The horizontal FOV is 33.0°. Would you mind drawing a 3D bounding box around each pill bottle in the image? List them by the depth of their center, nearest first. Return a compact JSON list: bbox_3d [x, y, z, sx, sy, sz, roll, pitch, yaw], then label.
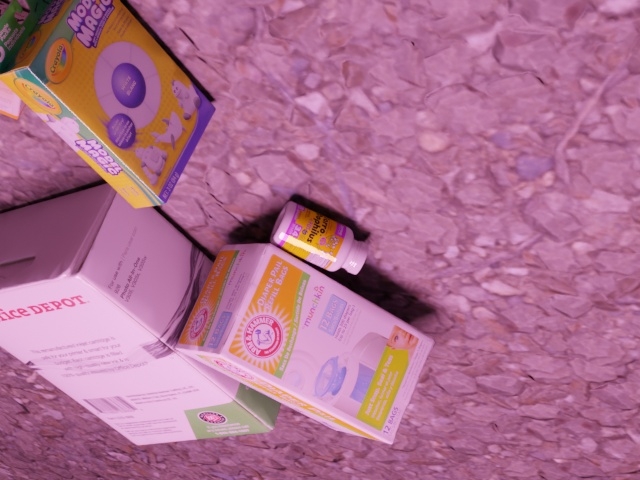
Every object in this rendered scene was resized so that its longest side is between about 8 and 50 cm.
[{"bbox_3d":[0.000,0.000,0.965,0.083,0.043,0.043,24,145,-10],"label":"pill bottle"}]

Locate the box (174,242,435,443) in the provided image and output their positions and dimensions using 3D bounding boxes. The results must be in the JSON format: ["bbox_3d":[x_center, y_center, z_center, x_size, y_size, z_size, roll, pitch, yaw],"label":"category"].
[{"bbox_3d":[-0.015,0.097,1.012,0.203,0.114,0.103,31,164,-25],"label":"box"}]

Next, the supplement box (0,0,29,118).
[{"bbox_3d":[-0.265,-0.150,0.880,0.062,0.036,0.098,23,146,-7],"label":"supplement box"}]

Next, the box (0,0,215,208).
[{"bbox_3d":[-0.163,-0.120,0.815,0.043,0.105,0.179,-6,140,41],"label":"box"}]

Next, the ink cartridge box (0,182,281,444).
[{"bbox_3d":[-0.195,0.084,1.102,0.211,0.122,0.289,-12,136,37],"label":"ink cartridge box"}]
